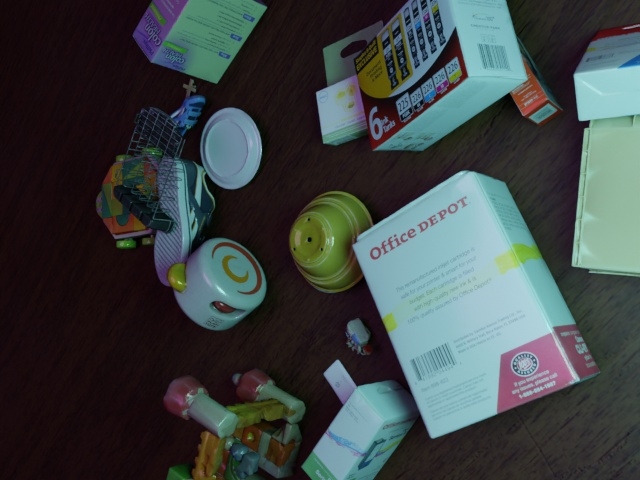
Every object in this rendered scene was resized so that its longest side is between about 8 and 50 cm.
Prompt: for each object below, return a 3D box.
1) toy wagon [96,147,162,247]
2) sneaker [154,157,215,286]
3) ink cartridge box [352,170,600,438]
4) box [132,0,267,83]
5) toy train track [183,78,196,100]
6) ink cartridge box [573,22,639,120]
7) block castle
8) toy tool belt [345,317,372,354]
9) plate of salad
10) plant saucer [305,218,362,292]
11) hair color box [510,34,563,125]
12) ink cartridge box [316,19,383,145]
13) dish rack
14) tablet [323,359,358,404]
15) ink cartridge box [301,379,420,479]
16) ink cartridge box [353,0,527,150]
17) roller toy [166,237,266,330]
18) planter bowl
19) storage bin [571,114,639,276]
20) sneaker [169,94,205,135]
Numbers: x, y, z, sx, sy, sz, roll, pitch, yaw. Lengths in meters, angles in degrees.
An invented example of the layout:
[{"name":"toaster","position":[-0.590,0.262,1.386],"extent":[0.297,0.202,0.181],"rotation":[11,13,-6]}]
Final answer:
[{"name":"toy wagon","position":[-0.542,-0.111,1.847],"extent":[0.344,0.068,0.267],"rotation":[-6,83,37]},{"name":"sneaker","position":[-0.336,-0.046,1.650],"extent":[0.126,0.127,0.321],"rotation":[4,92,40]},{"name":"ink cartridge box","position":[0.264,0.111,1.161],"extent":[0.279,0.160,0.385],"rotation":[-32,68,31]},{"name":"box","position":[-0.293,-0.535,1.594],"extent":[0.243,0.213,0.117],"rotation":[-50,60,24]},{"name":"toy train track","position":[-0.352,-0.392,1.756],"extent":[0.048,0.014,0.083],"rotation":[28,110,28]},{"name":"ink cartridge box","position":[0.486,-0.272,1.018],"extent":[0.134,0.231,0.078],"rotation":[-1,121,33]},{"name":"block castle","position":[-0.236,0.513,1.426],"extent":[0.212,0.303,0.453],"rotation":[20,98,37]},{"name":"toy tool belt","position":[0.080,0.209,1.371],"extent":[0.083,0.052,0.051],"rotation":[63,152,26]},{"name":"plate of salad","position":[-0.219,-0.228,1.622],"extent":[0.199,0.048,0.200],"rotation":[5,100,33]},{"name":"plant saucer","position":[0.033,0.016,1.420],"extent":[0.195,0.037,0.195],"rotation":[-2,86,38]},{"name":"hair color box","position":[0.357,-0.292,1.160],"extent":[0.053,0.093,0.167],"rotation":[-36,67,29]},{"name":"ink cartridge box","position":[0.070,-0.340,1.408],"extent":[0.171,0.056,0.235],"rotation":[-14,81,36]},{"name":"dish rack","position":[-0.403,-0.176,1.582],"extent":[0.208,0.074,0.272],"rotation":[36,112,34]},{"name":"tablet","position":[0.044,0.306,1.412],"extent":[0.054,0.006,0.083],"rotation":[-49,60,24]},{"name":"ink cartridge box","position":[0.084,0.385,1.283],"extent":[0.093,0.154,0.212],"rotation":[41,111,32]},{"name":"ink cartridge box","position":[0.194,-0.345,1.193],"extent":[0.309,0.130,0.272],"rotation":[-33,65,60]},{"name":"roller toy","position":[-0.238,0.106,1.521],"extent":[0.146,0.209,0.191],"rotation":[-40,85,29]},{"name":"planter bowl","position":[0.000,0.000,1.367],"extent":[0.217,0.090,0.217],"rotation":[-3,85,38]},{"name":"storage bin","position":[0.539,-0.069,0.990],"extent":[0.262,0.123,0.260],"rotation":[5,90,38]},{"name":"sneaker","position":[-0.345,-0.329,1.723],"extent":[0.144,0.053,0.059],"rotation":[-35,66,39]}]
